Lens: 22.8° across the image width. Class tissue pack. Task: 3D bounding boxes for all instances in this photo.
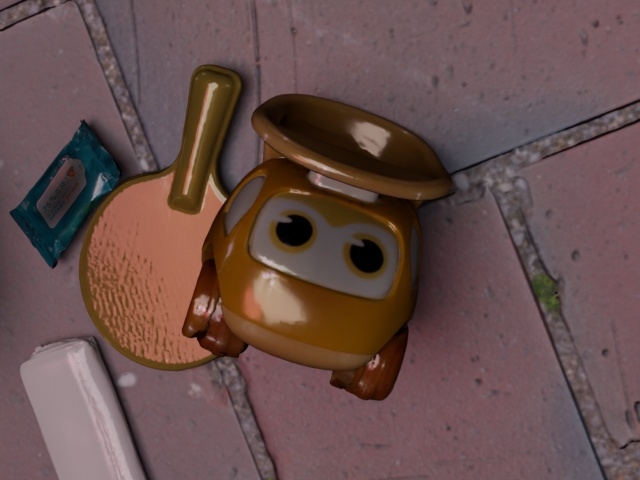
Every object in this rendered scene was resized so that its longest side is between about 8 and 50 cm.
[{"bbox_3d":[-0.261,-0.047,1.642,0.138,0.028,0.085,-48,65,18],"label":"tissue pack"}]

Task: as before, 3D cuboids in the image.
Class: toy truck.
[{"bbox_3d":[0.000,0.000,1.469,0.204,0.288,0.211,18,110,-3],"label":"toy truck"}]

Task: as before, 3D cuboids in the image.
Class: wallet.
[{"bbox_3d":[-0.250,0.194,1.664,0.095,0.033,0.190,-22,90,14],"label":"wallet"}]

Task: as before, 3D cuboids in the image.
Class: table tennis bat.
[{"bbox_3d":[-0.140,-0.022,1.609,0.198,0.050,0.321,18,101,15],"label":"table tennis bat"}]
